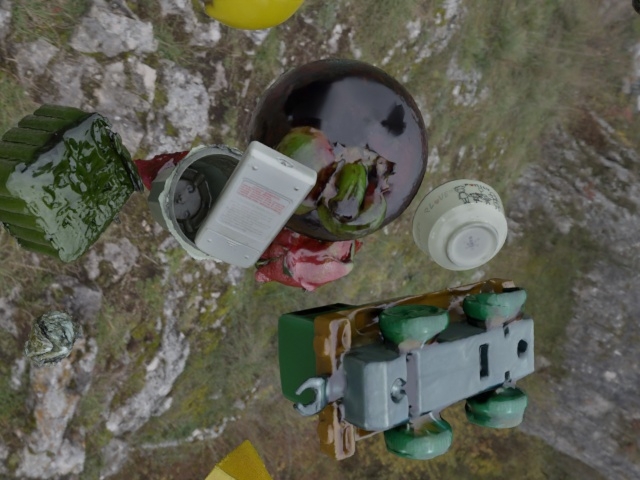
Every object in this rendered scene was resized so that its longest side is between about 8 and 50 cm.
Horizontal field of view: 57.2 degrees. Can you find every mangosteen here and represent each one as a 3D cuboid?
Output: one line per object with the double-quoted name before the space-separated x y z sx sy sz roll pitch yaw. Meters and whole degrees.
"mangosteen" 0.028 -0.142 0.949 0.306 0.359 0.305 0 100 -2

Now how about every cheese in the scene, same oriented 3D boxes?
"cheese" -0.123 0.469 1.060 0.093 0.171 0.126 -56 163 13

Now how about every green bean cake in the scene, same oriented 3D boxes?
"green bean cake" -0.646 -0.139 1.488 0.319 0.218 0.335 -62 151 -32

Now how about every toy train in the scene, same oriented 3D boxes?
"toy train" 0.118 0.154 0.795 0.429 0.249 0.178 -6 96 -37

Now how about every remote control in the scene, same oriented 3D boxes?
"remote control" -0.085 -0.035 0.716 0.088 0.029 0.190 25 133 -16

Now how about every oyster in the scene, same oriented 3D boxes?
"oyster" -0.771 0.286 1.701 0.158 0.351 0.162 -17 95 -23

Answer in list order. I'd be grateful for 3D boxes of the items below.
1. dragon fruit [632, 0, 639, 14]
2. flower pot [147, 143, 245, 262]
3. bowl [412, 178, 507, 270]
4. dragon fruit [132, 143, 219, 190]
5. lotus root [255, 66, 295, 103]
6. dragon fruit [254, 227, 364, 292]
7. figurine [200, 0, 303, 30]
"dragon fruit" 0.533 -0.379 0.730 0.243 0.307 0.227 1 149 -2
"flower pot" -0.310 -0.104 1.496 0.291 0.259 0.290 -6 100 -36
"bowl" 0.354 -0.019 1.442 0.238 0.126 0.237 -4 124 -6
"dragon fruit" -0.414 -0.159 1.751 0.262 0.211 0.134 -7 154 -2
"lotus root" -0.076 -0.351 1.497 0.144 0.143 0.070 58 38 -12
"dragon fruit" -0.018 -0.001 1.207 0.269 0.200 0.198 -61 140 -58
"figurine" -0.163 -0.398 0.737 0.215 0.344 0.187 106 4 -49
